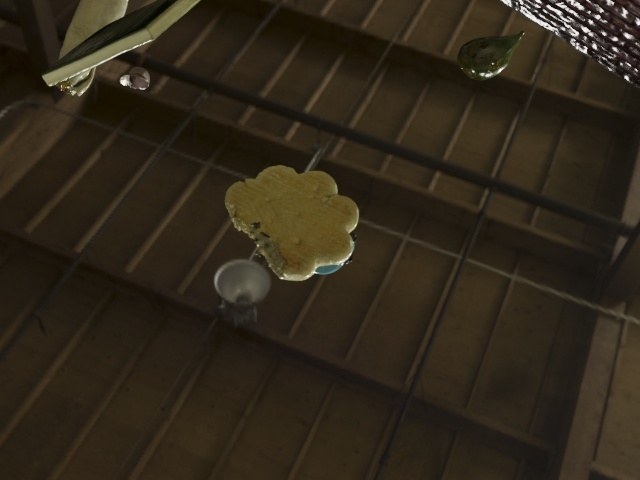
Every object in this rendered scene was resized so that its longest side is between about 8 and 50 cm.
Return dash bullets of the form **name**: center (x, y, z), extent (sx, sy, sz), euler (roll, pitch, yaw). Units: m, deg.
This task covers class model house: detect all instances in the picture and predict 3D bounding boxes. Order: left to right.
- **model house**: center (0.319, -0.294, 0.801), extent (0.281, 0.229, 0.249), euler (31, -163, 0)

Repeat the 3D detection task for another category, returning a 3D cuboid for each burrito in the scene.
- **burrito**: center (-0.424, -0.469, 1.593), extent (0.117, 0.076, 0.392), euler (30, -85, 37)

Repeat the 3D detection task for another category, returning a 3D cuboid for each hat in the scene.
- **hat**: center (-0.386, -0.347, 1.689), extent (0.058, 0.087, 0.042), euler (-2, -96, 8)

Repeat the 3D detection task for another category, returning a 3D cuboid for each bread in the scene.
- **bread**: center (-0.037, -0.037, 1.311), extent (0.182, 0.039, 0.251), euler (-27, -130, -19)

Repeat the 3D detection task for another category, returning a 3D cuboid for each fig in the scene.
- **fig**: center (0.433, -0.466, 2.004), extent (0.178, 0.117, 0.117), euler (-20, -124, 1)

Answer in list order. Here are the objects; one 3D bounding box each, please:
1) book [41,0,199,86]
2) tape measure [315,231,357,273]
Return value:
- **book**: center (-0.317, -0.346, 1.326), extent (0.264, 0.027, 0.202), euler (-11, -147, 36)
- **tape measure**: center (0.000, 0.000, 1.592), extent (0.146, 0.125, 0.081), euler (41, -142, 3)
